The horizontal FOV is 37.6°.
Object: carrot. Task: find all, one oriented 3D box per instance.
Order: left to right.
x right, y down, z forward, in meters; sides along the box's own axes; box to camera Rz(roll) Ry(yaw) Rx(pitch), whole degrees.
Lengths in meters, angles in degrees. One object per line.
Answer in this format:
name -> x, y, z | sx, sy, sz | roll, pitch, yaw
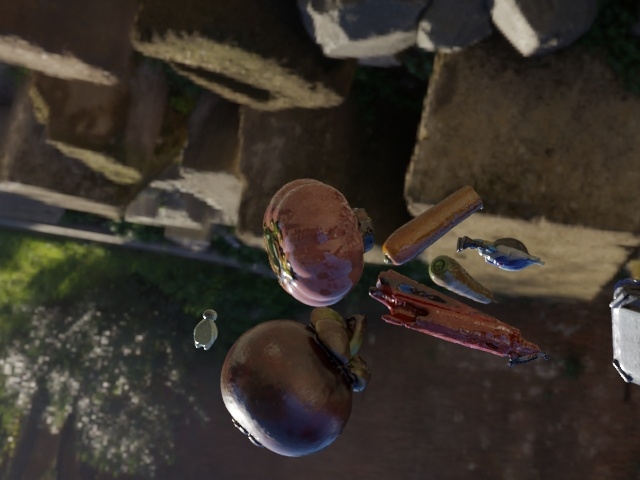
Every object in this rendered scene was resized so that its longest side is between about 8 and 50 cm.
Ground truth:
carrot -> 0.214, -0.026, 1.846 | 0.225, 0.067, 0.067 | -33, 175, -7
carrot -> 0.372, 0.115, 2.383 | 0.078, 0.078, 0.298 | 1, 159, 41

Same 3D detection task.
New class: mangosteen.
mangosteen -> -0.026, 0.202, 1.440 | 0.215, 0.257, 0.215 | 44, 171, 8

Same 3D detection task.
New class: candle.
candle -> 0.220, 0.128, 1.487 | 0.301, 0.084, 0.059 | 20, 165, 7

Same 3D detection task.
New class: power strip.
power strip -> -0.235, 0.187, 1.969 | 0.055, 0.083, 0.035 | 10, 172, 25

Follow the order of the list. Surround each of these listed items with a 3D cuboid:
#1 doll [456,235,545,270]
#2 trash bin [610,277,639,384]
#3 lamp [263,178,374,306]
doll -> 0.391, 0.026, 2.013 | 0.195, 0.070, 0.096 | 13, 180, -8
trash bin -> 0.545, 0.114, 1.323 | 0.234, 0.163, 0.184 | -19, -159, -32
lamp -> 0.000, 0.000, 2.185 | 0.239, 0.305, 0.305 | -16, 180, -20
